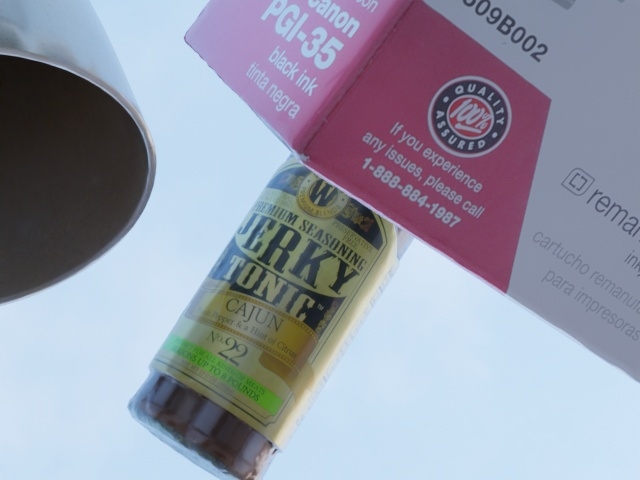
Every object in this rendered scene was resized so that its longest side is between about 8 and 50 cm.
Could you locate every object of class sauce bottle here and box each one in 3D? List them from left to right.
[{"bbox_3d":[0.000,0.000,1.186,0.111,0.111,0.344,34,-101,-15],"label":"sauce bottle"}]

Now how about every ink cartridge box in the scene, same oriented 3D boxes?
[{"bbox_3d":[0.122,-0.117,0.626,0.207,0.117,0.283,32,-80,-34],"label":"ink cartridge box"}]

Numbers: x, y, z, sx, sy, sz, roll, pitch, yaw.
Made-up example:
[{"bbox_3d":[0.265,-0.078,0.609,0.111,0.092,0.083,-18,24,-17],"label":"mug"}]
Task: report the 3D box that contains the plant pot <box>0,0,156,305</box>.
[{"bbox_3d":[-0.255,-0.134,1.108,0.256,0.274,0.256,-11,-35,-8],"label":"plant pot"}]
